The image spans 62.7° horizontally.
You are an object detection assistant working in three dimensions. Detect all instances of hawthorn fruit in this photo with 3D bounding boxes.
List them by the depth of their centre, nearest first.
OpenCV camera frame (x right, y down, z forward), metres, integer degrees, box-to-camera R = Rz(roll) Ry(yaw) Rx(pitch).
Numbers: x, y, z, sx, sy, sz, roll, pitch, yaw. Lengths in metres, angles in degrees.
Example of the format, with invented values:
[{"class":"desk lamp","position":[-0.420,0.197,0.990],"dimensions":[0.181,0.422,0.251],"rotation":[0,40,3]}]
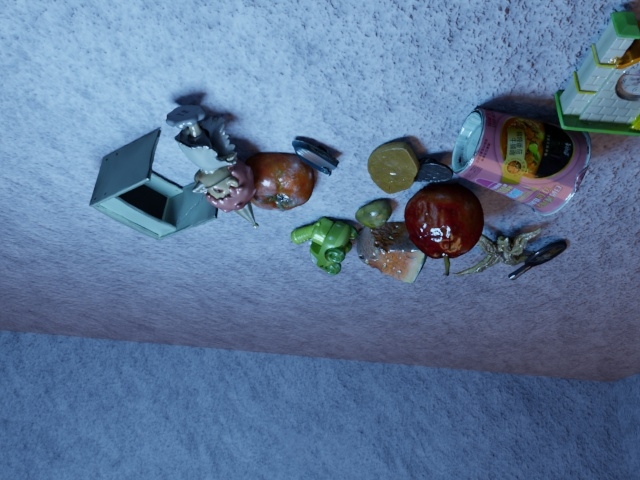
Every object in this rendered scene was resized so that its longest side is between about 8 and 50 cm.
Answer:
[{"class":"hawthorn fruit","position":[0.370,-0.029,1.542],"dimensions":[0.230,0.266,0.210],"rotation":[-18,165,41]}]

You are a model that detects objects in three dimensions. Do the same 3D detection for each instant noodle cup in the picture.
[{"class":"instant noodle cup","position":[0.462,-0.199,1.259],"dimensions":[0.254,0.244,0.244],"rotation":[15,151,-8]}]

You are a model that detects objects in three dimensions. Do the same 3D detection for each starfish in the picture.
[{"class":"starfish","position":[0.600,0.024,1.787],"dimensions":[0.301,0.084,0.293],"rotation":[-9,155,8]}]

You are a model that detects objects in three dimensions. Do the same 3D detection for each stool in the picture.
[{"class":"stool","position":[-0.462,-0.147,1.494],"dimensions":[0.269,0.171,0.243],"rotation":[-16,148,32]}]

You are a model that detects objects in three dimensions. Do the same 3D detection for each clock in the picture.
[{"class":"clock","position":[0.645,-0.338,1.068],"dimensions":[0.219,0.106,0.255],"rotation":[4,153,-2]}]

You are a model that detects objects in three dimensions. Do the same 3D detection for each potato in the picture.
[{"class":"potato","position":[0.168,-0.080,1.661],"dimensions":[0.091,0.070,0.138],"rotation":[20,149,-27]}]

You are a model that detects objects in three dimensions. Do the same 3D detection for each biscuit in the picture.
[{"class":"biscuit","position":[0.197,-0.199,1.441],"dimensions":[0.141,0.029,0.221],"rotation":[17,153,9]}]

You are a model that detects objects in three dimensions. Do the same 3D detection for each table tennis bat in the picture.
[{"class":"table tennis bat","position":[0.769,0.071,1.871],"dimensions":[0.150,0.027,0.236],"rotation":[4,143,-40]}]

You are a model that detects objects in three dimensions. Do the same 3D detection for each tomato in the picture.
[{"class":"tomato","position":[-0.123,-0.155,1.523],"dimensions":[0.236,0.095,0.237],"rotation":[2,153,1]}]

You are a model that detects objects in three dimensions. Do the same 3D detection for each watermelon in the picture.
[{"class":"watermelon","position":[0.236,0.020,1.764],"dimensions":[0.256,0.193,0.140],"rotation":[13,154,13]}]

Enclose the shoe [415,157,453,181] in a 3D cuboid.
[{"class":"shoe","position":[0.286,-0.200,1.448],"dimensions":[0.179,0.049,0.071],"rotation":[1,142,45]}]

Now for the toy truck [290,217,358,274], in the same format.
[{"class":"toy truck","position":[0.017,0.000,1.776],"dimensions":[0.210,0.148,0.187],"rotation":[37,147,-8]}]

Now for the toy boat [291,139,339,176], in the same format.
[{"class":"toy boat","position":[-0.019,-0.229,1.410],"dimensions":[0.141,0.060,0.055],"rotation":[27,146,-26]}]

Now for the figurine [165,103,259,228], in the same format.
[{"class":"figurine","position":[-0.269,-0.174,1.374],"dimensions":[0.207,0.166,0.387],"rotation":[23,148,38]}]
